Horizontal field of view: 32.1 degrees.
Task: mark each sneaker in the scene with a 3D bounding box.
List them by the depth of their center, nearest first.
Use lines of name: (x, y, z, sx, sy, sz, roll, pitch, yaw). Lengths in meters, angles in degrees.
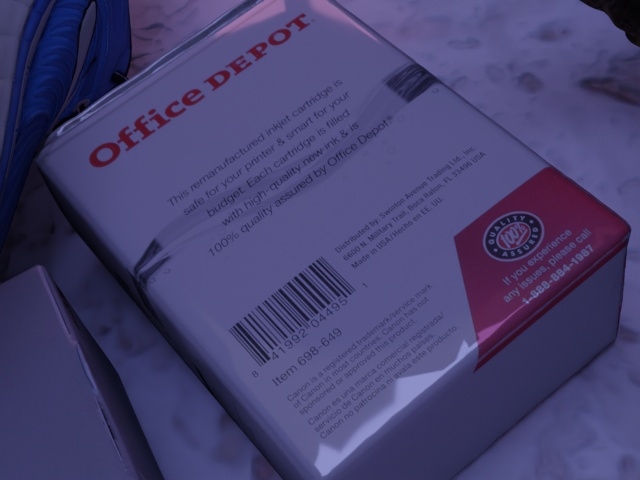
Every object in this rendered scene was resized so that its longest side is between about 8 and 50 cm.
sneaker: (-0.157, -0.078, 0.561, 0.129, 0.147, 0.330, 10, 79, 26)

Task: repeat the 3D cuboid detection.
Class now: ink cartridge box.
ink cartridge box: (0.000, 0.000, 0.489, 0.158, 0.092, 0.218, -37, 57, -13)

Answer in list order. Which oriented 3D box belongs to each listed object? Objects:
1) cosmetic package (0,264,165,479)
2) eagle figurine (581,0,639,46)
cosmetic package: (-0.178, 0.128, 0.436, 0.237, 0.107, 0.127, -25, 52, -8)
eagle figurine: (0.195, -0.056, 0.417, 0.226, 0.225, 0.298, -28, 36, -8)
